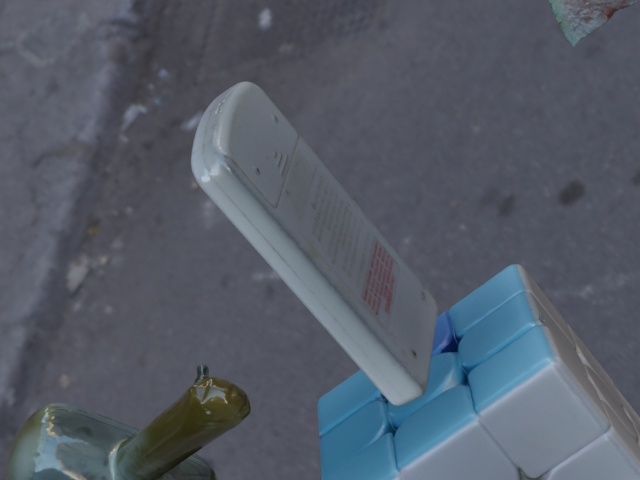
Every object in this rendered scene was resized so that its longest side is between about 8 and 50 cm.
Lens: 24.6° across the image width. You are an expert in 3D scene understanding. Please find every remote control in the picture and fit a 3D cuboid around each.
[{"bbox_3d":[0.000,0.000,0.799,0.029,0.190,0.087,-28,27,26],"label":"remote control"}]

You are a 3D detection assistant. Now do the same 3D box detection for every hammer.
[{"bbox_3d":[-0.146,0.182,1.280,0.305,0.202,0.113,-44,29,51],"label":"hammer"}]

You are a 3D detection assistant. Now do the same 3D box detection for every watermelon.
[{"bbox_3d":[0.330,-0.282,1.687,0.158,0.121,0.098,6,50,12],"label":"watermelon"}]

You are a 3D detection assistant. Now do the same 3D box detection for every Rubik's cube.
[{"bbox_3d":[0.194,0.251,1.558,0.290,0.291,0.291,-37,17,12],"label":"Rubik's cube"}]
